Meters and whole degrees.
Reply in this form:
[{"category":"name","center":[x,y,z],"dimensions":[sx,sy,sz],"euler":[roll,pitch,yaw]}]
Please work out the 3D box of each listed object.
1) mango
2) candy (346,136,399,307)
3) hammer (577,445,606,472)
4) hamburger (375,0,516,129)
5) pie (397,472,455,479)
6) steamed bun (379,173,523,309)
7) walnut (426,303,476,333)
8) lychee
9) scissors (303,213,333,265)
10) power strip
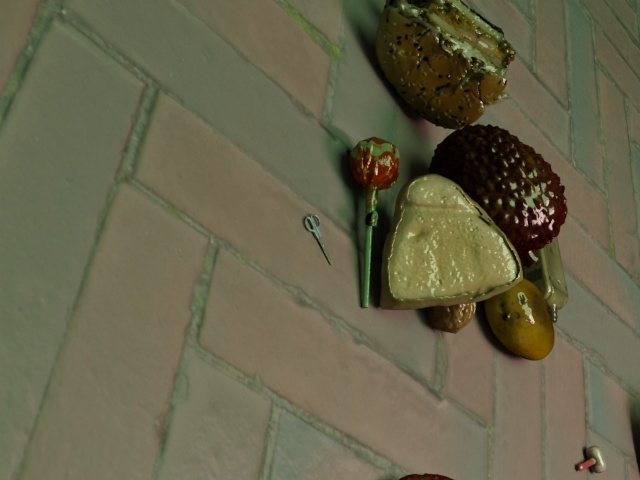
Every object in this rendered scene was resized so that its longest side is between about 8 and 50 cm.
[{"category":"mango","center":[0.371,0.145,1.799],"dimensions":[0.195,0.098,0.137],"euler":[39,40,-40]},{"category":"candy","center":[0.075,-0.032,1.555],"dimensions":[0.078,0.084,0.288],"euler":[51,42,-62]},{"category":"hammer","center":[0.515,0.425,1.886],"dimensions":[0.083,0.031,0.052],"euler":[-8,74,-47]},{"category":"hamburger","center":[0.215,-0.328,1.800],"dimensions":[0.288,0.192,0.168],"euler":[33,35,-2]},{"category":"pie","center":[0.163,0.396,1.352],"dimensions":[0.182,0.049,0.182],"euler":[10,35,-7]},{"category":"steamed bun","center":[0.193,0.003,1.581],"dimensions":[0.231,0.110,0.212],"euler":[-5,77,-9]},{"category":"walnut","center":[0.216,0.107,1.635],"dimensions":[0.079,0.082,0.096],"euler":[40,41,-78]},{"category":"lychee","center":[0.296,-0.071,1.710],"dimensions":[0.236,0.236,0.271],"euler":[-13,67,-54]},{"category":"scissors","center":[0.000,0.000,1.477],"dimensions":[0.036,0.006,0.083],"euler":[-29,95,-52]},{"category":"power strip","center":[0.437,-0.008,2.000],"dimensions":[0.092,0.066,0.387],"euler":[28,48,-43]}]
